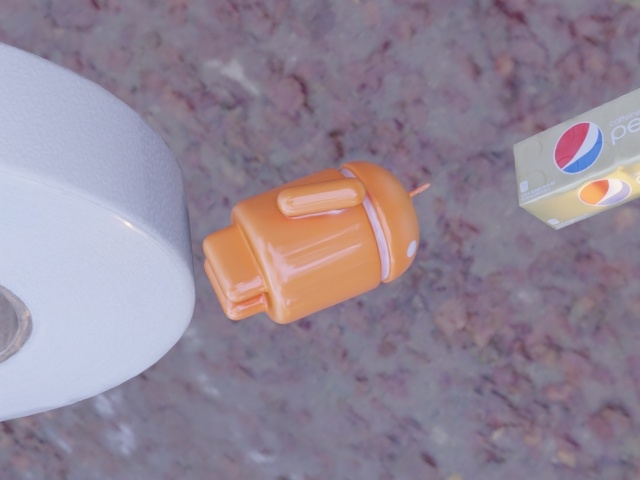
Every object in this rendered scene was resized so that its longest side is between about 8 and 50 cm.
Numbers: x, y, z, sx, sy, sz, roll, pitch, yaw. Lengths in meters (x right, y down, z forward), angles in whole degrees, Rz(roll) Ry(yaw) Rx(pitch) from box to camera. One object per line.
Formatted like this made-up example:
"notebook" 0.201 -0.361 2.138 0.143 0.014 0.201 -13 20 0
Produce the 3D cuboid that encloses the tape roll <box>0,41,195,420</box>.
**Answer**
"tape roll" -0.261 0.017 0.666 0.392 0.072 0.392 -6 154 -3

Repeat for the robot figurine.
"robot figurine" 0.000 0.000 1.188 0.128 0.219 0.158 -135 27 -59

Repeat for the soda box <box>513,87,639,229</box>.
"soda box" 0.243 -0.073 0.972 0.181 0.061 0.058 -24 143 36
